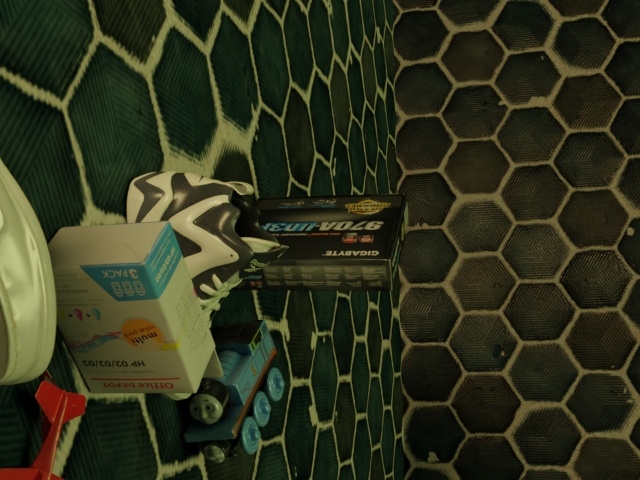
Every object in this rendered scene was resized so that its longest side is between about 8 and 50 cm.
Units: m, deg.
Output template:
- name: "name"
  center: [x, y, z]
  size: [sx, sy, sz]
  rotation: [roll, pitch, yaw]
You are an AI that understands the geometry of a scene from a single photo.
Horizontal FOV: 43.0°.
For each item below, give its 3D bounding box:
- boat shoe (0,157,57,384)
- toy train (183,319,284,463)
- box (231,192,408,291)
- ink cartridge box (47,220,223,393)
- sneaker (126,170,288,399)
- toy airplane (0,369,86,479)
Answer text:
- name: "boat shoe"
  center: [-0.238, -0.031, 0.463]
  size: [0.096, 0.098, 0.277]
  rotation: [-49, 125, -68]
- name: "toy train"
  center: [-0.104, 0.176, 0.958]
  size: [0.184, 0.080, 0.105]
  rotation: [-61, 136, -59]
- name: "box"
  center: [0.000, 0.000, 1.091]
  size: [0.175, 0.220, 0.051]
  rotation: [-68, 153, -56]
- name: "ink cartridge box"
  center: [-0.159, 0.075, 0.702]
  size: [0.062, 0.104, 0.181]
  rotation: [-73, 155, -51]
- name: "sneaker"
  center: [-0.105, 0.045, 0.819]
  size: [0.094, 0.153, 0.235]
  rotation: [6, 82, -74]
- name: "toy airplane"
  center: [-0.214, 0.173, 0.627]
  size: [0.151, 0.028, 0.151]
  rotation: [-3, 90, -74]
